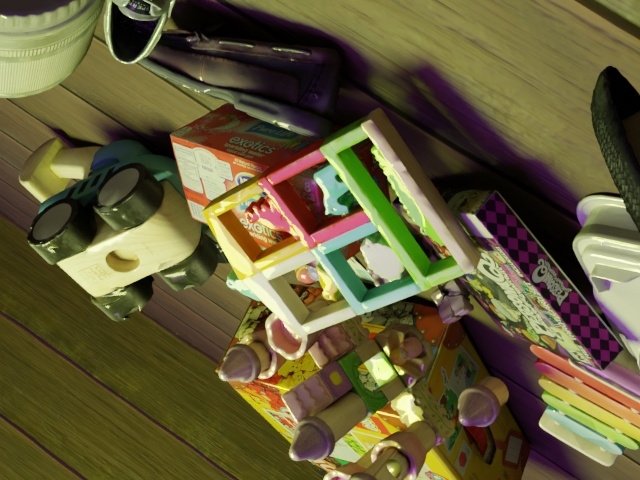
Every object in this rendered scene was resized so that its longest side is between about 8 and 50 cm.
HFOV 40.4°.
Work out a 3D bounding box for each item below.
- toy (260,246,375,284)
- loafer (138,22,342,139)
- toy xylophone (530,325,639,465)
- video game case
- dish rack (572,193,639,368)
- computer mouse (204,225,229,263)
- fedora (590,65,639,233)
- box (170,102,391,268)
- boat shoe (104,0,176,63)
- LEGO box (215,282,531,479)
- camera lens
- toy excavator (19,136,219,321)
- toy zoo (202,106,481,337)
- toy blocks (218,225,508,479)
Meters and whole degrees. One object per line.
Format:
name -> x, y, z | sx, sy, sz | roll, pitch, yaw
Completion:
toy -> -0.030, 0.035, 1.451 | 0.237, 0.056, 0.137 | 12, 152, 51
loafer -> -0.091, -0.199, 0.977 | 0.302, 0.095, 0.109 | 28, -169, 36
toy xylophone -> 0.386, 0.208, 1.095 | 0.236, 0.081, 0.323 | 26, 159, 27
video game case -> 0.202, 0.034, 0.971 | 0.232, 0.042, 0.210 | 48, 171, -17
dish rack -> 0.399, 0.088, 0.802 | 0.332, 0.072, 0.285 | 16, 154, 48
computer mouse -> -0.180, 0.024, 1.694 | 0.262, 0.060, 0.184 | -11, 127, 50
fedora -> 0.316, 0.002, 0.542 | 0.152, 0.334, 0.334 | -32, 117, 26
box -> -0.049, -0.074, 1.061 | 0.257, 0.122, 0.128 | 20, 134, 39
boat shoe -> -0.178, -0.259, 0.897 | 0.079, 0.081, 0.227 | 15, 154, -15
LEGO box -> 0.113, 0.299, 1.525 | 0.372, 0.193, 0.500 | 7, 149, 34
camera lens -> -0.348, -0.291, 0.956 | 0.219, 0.219, 0.274 | 40, 161, -12
toy excavator -> -0.395, -0.080, 1.607 | 0.433, 0.445, 0.222 | -23, 130, 20
toy zoo -> 0.000, 0.000, 0.939 | 0.293, 0.030, 0.192 | -24, 110, 36
toy blocks -> 0.038, 0.189, 1.085 | 0.309, 0.260, 0.289 | -38, 82, 38
